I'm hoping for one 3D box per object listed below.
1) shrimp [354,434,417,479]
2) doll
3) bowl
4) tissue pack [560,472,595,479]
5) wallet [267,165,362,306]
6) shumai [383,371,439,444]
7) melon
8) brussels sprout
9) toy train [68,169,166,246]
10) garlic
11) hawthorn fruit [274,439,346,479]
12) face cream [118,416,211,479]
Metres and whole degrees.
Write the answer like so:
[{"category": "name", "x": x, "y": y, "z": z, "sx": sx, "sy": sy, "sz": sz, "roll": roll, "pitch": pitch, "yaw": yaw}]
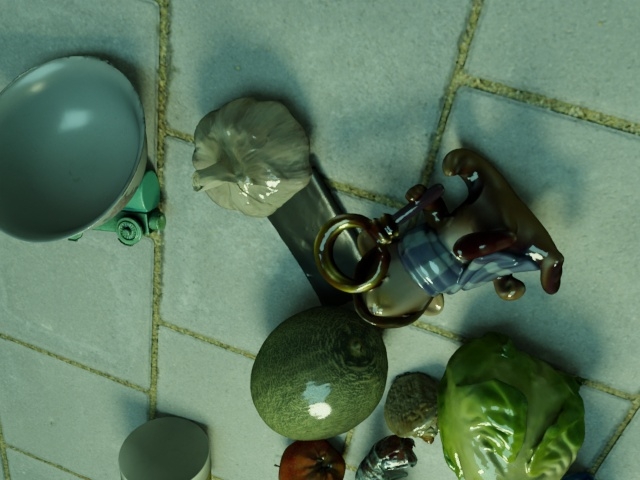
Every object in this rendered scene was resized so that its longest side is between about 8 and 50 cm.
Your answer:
[{"category": "shrimp", "x": 0.132, "y": 0.571, "z": 1.515, "sx": 0.166, "sy": 0.221, "sz": 0.410, "roll": -6, "pitch": 127, "yaw": 2}, {"category": "doll", "x": 0.190, "y": 0.025, "z": 1.125, "sx": 0.340, "sy": 0.209, "sz": 0.318, "roll": -33, "pitch": 104, "yaw": 37}, {"category": "bowl", "x": -0.436, "y": -0.143, "z": 1.252, "sx": 0.345, "sy": 0.345, "sz": 0.157, "roll": 7, "pitch": 167, "yaw": 17}, {"category": "tissue pack", "x": 0.421, "y": 0.550, "z": 1.349, "sx": 0.198, "sy": 0.263, "sz": 0.146, "roll": -23, "pitch": 70, "yaw": 31}, {"category": "wallet", "x": 0.000, "y": 0.001, "z": 1.297, "sx": 0.146, "sy": 0.030, "sz": 0.285, "roll": -20, "pitch": 114, "yaw": 28}, {"category": "shumai", "x": 0.205, "y": 0.350, "z": 1.413, "sx": 0.116, "sy": 0.145, "sz": 0.145, "roll": 32, "pitch": 131, "yaw": -30}, {"category": "melon", "x": -0.008, "y": 0.262, "z": 1.340, "sx": 0.248, "sy": 0.248, "sz": 0.329, "roll": 35, "pitch": 137, "yaw": -4}, {"category": "brussels sprout", "x": 0.338, "y": 0.313, "z": 1.241, "sx": 0.259, "sy": 0.294, "sz": 0.227, "roll": 14, "pitch": 157, "yaw": -14}, {"category": "toy train", "x": -0.424, "y": -0.080, "z": 1.370, "sx": 0.248, "sy": 0.101, "sz": 0.159, "roll": 4, "pitch": 110, "yaw": 17}, {"category": "garlic", "x": -0.133, "y": -0.126, "z": 1.139, "sx": 0.218, "sy": 0.212, "sz": 0.218, "roll": 8, "pitch": 111, "yaw": 21}, {"category": "hawthorn fruit", "x": -0.033, "y": 0.547, "z": 1.612, "sx": 0.162, "sy": 0.162, "sz": 0.203, "roll": 34, "pitch": 144, "yaw": -3}, {"category": "face cream", "x": -0.380, "y": 0.581, "z": 1.713, "sx": 0.218, "sy": 0.218, "sz": 0.179, "roll": 13, "pitch": 127, "yaw": 13}]
